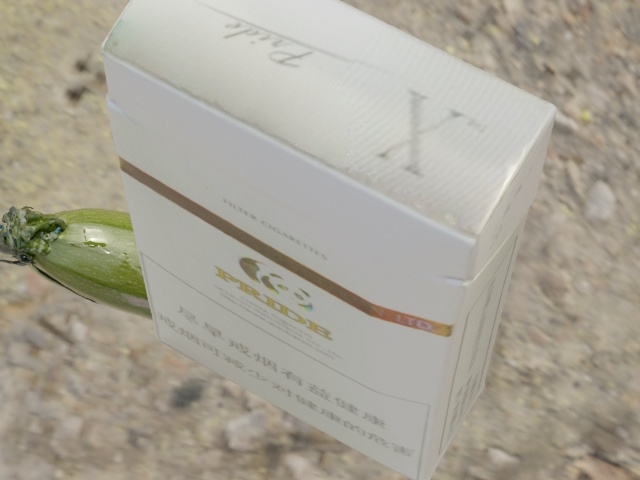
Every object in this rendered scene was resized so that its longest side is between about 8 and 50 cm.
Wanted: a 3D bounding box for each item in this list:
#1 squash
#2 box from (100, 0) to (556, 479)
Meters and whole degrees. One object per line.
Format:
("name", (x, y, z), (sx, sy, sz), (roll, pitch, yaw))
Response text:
("squash", (-0.070, 0.021, 0.914), (0.052, 0.183, 0.052), (-51, 28, 41))
("box", (0.000, 0.000, 0.430), (0.084, 0.154, 0.040), (30, 68, 12))
